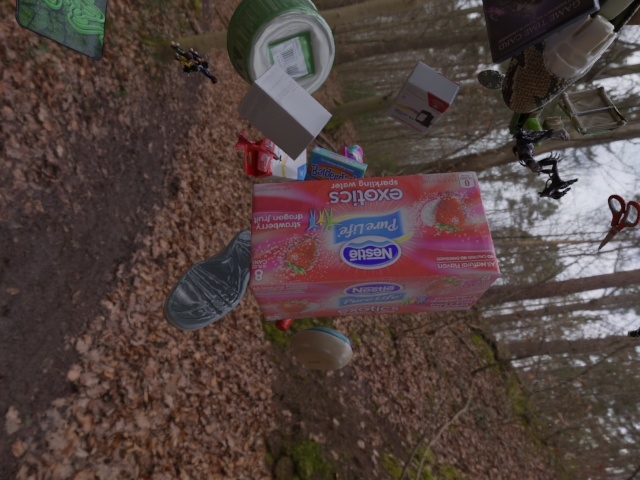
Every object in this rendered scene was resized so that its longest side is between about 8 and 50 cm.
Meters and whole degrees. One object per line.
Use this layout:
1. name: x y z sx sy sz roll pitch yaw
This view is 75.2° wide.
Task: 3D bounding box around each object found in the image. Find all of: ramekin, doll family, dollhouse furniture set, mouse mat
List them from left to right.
1. mouse mat: -0.515 -0.473 0.842 0.189 0.007 0.153 -5 103 -70
2. doll family: -0.418 -0.592 1.398 0.193 0.111 0.076 -13 137 -58
3. ramekin: -0.106 -0.554 1.210 0.303 0.303 0.148 79 -15 -51
4. dollhouse furniture set: 0.871 -0.413 1.489 0.151 0.301 0.198 71 13 -59

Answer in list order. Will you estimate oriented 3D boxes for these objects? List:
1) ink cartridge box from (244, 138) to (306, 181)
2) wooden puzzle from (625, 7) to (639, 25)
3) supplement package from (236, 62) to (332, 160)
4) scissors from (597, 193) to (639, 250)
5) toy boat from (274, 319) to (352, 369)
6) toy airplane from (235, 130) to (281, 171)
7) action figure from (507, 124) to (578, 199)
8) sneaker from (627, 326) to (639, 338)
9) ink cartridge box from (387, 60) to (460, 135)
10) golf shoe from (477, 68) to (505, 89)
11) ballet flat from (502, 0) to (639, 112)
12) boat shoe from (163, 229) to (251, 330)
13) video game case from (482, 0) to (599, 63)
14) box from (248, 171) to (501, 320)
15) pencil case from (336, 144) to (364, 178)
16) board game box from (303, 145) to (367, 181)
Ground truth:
1. ink cartridge box: -0.162 -0.292 1.523 0.231 0.078 0.134 2 86 -43
2. wooden puzzle: 0.650 -0.698 1.005 0.080 0.347 0.322 -35 133 -55
3. supplement package: -0.083 -0.298 0.975 0.105 0.179 0.105 -37 -163 48
4. scissors: 0.952 -0.031 1.332 0.109 0.021 0.297 52 -10 45
5. toy boat: -0.025 0.325 1.460 0.318 0.267 0.148 50 50 -23
6. toy airplane: -0.172 -0.252 1.142 0.028 0.151 0.151 -32 -121 48
7. action figure: 0.696 -0.266 1.298 0.164 0.140 0.276 39 30 -61
8. sneaker: 0.973 0.278 1.254 0.035 0.083 0.031 121 -48 -75
9. ink cartridge box: 0.271 -0.374 1.119 0.072 0.127 0.175 -61 -178 -15
10. golf shoe: 0.679 -0.600 1.572 0.086 0.176 0.069 -52 157 -69
11. ballet flat: 0.577 -0.482 0.851 0.164 0.483 0.182 36 11 -13
12. boat shoe: -0.221 0.087 0.884 0.118 0.103 0.320 44 33 -9
13. video game case: 0.394 -0.513 0.787 0.196 0.026 0.274 -13 -96 56
14. box: 0.062 0.014 0.571 0.142 0.299 0.154 85 3 -63
15. pencil case: 0.102 -0.216 1.416 0.104 0.104 0.236 78 10 -57
16. board game box: 0.028 -0.151 1.217 0.047 0.160 0.210 -64 173 -54
